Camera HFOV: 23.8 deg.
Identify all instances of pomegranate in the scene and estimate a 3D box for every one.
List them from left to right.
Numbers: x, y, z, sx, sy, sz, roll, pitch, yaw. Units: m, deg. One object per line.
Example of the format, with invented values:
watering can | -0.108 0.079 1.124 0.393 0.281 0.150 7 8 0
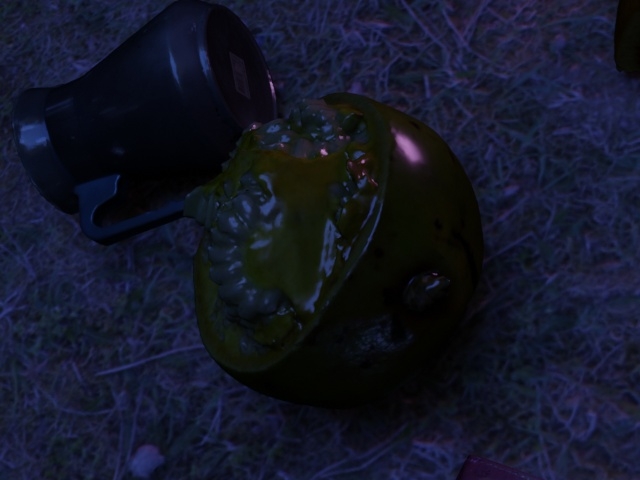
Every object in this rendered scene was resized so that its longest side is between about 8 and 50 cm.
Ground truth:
pomegranate | 0.000 0.000 1.277 0.260 0.260 0.340 -43 25 -2

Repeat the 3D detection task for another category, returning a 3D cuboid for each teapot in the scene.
teapot | -0.167 -0.107 1.450 0.225 0.171 0.203 -20 64 22

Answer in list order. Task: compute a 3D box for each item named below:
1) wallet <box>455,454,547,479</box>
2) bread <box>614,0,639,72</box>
wallet | 0.119 0.287 1.179 0.119 0.025 0.232 17 71 32
bread | 0.318 -0.240 1.319 0.103 0.132 0.172 15 67 5
